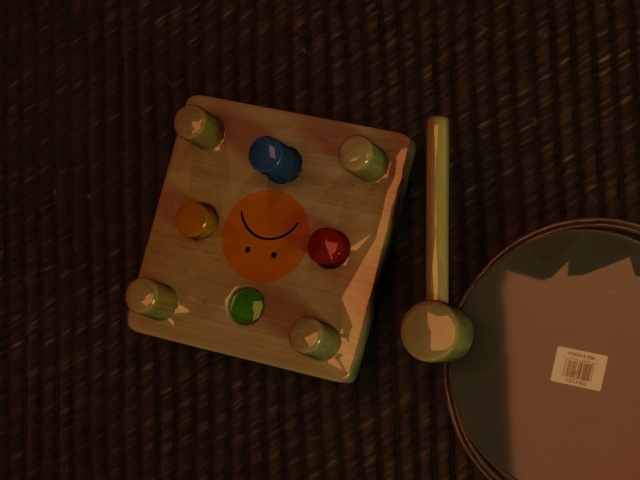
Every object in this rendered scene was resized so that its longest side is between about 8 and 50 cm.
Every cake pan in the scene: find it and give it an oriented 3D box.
[{"bbox_3d":[0.250,0.119,1.756,0.293,0.054,0.293,-4,80,20],"label":"cake pan"}]

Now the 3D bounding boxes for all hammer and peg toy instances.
[{"bbox_3d":[0.000,0.000,1.835,0.361,0.127,0.266,11,83,23],"label":"hammer and peg toy"}]
